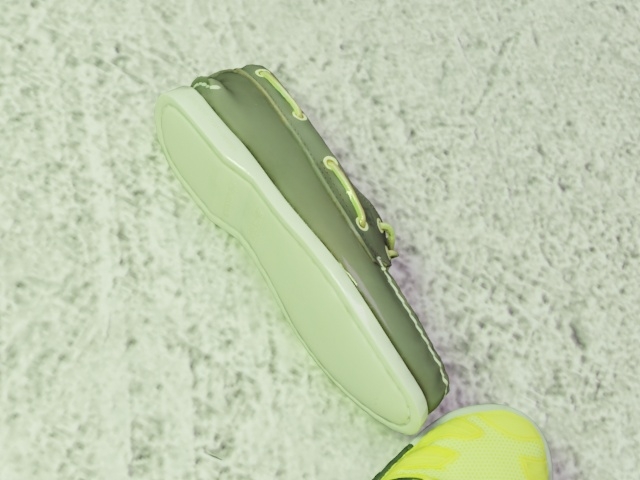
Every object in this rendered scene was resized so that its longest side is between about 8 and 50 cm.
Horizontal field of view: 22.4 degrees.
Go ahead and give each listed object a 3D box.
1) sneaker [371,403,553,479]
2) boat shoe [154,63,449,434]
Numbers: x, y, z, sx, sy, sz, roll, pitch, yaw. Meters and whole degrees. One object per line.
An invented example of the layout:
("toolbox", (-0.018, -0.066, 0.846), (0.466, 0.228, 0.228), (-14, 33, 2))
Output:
("sneaker", (0.051, 0.240, 1.003), (0.145, 0.147, 0.385), (37, 53, 4))
("boat shoe", (0.001, -0.002, 1.146), (0.091, 0.109, 0.305), (-29, 71, -28))
